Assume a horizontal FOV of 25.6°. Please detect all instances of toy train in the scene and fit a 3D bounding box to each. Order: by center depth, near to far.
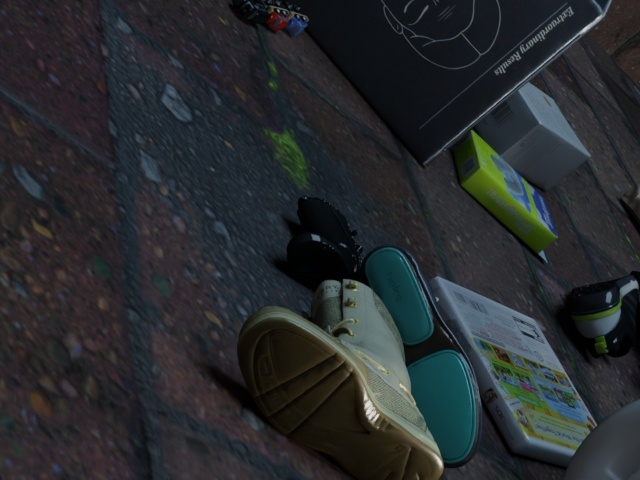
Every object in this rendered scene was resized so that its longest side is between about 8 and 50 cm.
[{"bbox_3d":[-0.054,-0.261,1.630,0.036,0.027,0.158,58,22,12],"label":"toy train"}]

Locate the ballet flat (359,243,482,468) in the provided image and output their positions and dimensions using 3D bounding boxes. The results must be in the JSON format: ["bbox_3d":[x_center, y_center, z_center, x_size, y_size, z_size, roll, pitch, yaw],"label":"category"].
[{"bbox_3d":[0.090,0.099,1.224,0.074,0.074,0.203,5,62,-63],"label":"ballet flat"}]

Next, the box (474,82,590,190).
[{"bbox_3d":[0.311,-0.169,2.139,0.170,0.091,0.130,24,32,-50],"label":"box"}]

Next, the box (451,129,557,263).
[{"bbox_3d":[0.254,-0.059,1.899,0.178,0.042,0.109,40,23,-24],"label":"box"}]

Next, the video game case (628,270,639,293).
[{"bbox_3d":[0.592,0.128,2.065,0.248,0.035,0.275,29,1,-5],"label":"video game case"}]

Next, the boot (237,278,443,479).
[{"bbox_3d":[0.007,0.084,1.081,0.213,0.077,0.165,43,21,-33],"label":"boot"}]

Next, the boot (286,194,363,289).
[{"bbox_3d":[0.000,0.000,1.260,0.121,0.045,0.099,40,24,-45],"label":"boot"}]

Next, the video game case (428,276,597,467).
[{"bbox_3d":[0.214,0.147,1.479,0.227,0.026,0.206,24,32,-52],"label":"video game case"}]

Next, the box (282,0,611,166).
[{"bbox_3d":[0.130,-0.349,1.782,0.395,0.293,0.212,50,20,-2],"label":"box"}]

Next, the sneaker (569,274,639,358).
[{"bbox_3d":[0.372,0.106,1.844,0.235,0.084,0.097,-14,90,-67],"label":"sneaker"}]

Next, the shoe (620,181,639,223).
[{"bbox_3d":[0.618,-0.012,2.574,0.076,0.058,0.219,56,10,-57],"label":"shoe"}]

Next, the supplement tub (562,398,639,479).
[{"bbox_3d":[0.387,0.274,1.305,0.331,0.241,0.241,20,36,-53],"label":"supplement tub"}]
